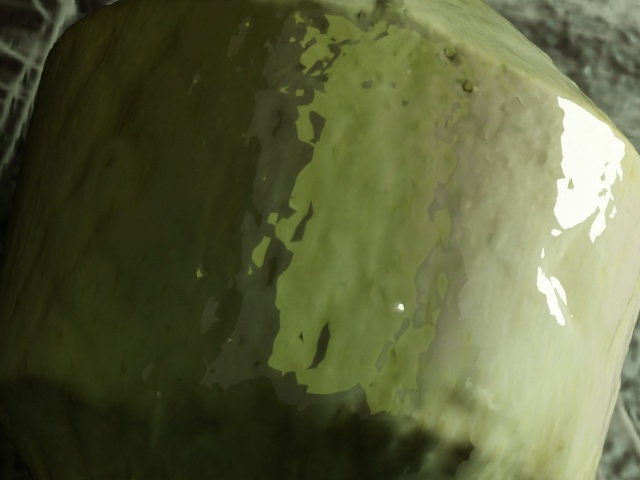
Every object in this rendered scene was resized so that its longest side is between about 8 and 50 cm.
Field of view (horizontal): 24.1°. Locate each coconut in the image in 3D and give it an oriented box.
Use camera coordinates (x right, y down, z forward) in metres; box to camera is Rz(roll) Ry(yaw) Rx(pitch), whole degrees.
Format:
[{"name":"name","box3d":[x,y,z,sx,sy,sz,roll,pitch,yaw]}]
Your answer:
[{"name":"coconut","box3d":[0.000,0.000,0.687,0.328,0.329,0.329,4,72,-11]}]
